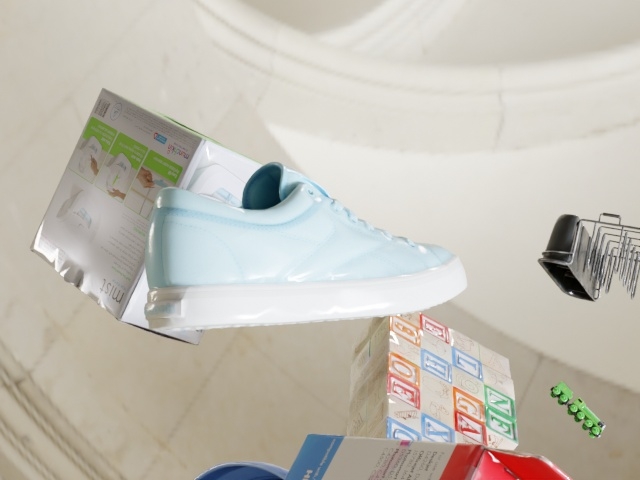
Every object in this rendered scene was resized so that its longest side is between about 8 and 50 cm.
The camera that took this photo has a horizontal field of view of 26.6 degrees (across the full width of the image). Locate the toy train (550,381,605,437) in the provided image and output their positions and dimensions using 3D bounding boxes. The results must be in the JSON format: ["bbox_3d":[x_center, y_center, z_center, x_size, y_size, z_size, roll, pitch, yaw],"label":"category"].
[{"bbox_3d":[0.316,0.207,1.660,0.024,0.017,0.083,-36,-108,-27],"label":"toy train"}]

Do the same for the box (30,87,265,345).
[{"bbox_3d":[-0.209,-0.034,1.629,0.262,0.127,0.231,28,-85,50],"label":"box"}]

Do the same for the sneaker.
[{"bbox_3d":[0.000,0.000,1.255,0.366,0.150,0.135,-2,178,-45],"label":"sneaker"}]

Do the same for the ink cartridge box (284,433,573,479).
[{"bbox_3d":[0.084,0.189,0.839,0.231,0.134,0.078,-8,-133,56],"label":"ink cartridge box"}]

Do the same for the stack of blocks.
[{"bbox_3d":[0.124,0.201,1.492,0.171,0.087,0.297,29,-155,-10],"label":"stack of blocks"}]

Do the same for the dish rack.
[{"bbox_3d":[0.408,0.035,1.589,0.272,0.208,0.074,10,-99,22],"label":"dish rack"}]

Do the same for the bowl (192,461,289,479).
[{"bbox_3d":[-0.067,0.432,1.435,0.077,0.391,0.391,13,-155,-39],"label":"bowl"}]
